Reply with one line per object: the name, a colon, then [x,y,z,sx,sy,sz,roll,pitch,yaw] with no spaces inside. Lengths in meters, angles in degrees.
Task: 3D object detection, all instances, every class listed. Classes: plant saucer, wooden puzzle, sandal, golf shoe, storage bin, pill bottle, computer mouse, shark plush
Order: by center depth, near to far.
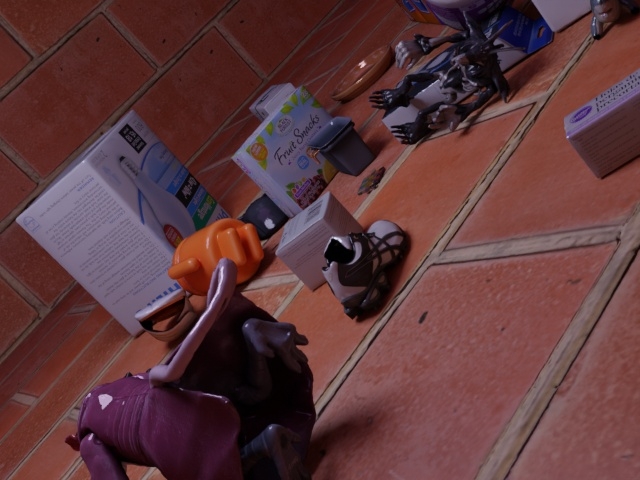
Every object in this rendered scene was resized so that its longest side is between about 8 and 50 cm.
golf shoe: [0.057,0.013,1.153,0.077,0.094,0.198,-35,17,30]
shark plush: [0.417,-0.372,1.260,0.073,0.067,0.161,-25,38,40]
wooden puzzle: [0.089,-0.105,1.515,0.049,0.006,0.083,-31,21,36]
pill bottle: [0.271,-0.481,1.582,0.169,0.169,0.301,-38,-13,16]
storage bin: [0.040,-0.172,1.647,0.098,0.091,0.135,-45,16,-5]
sandal: [-0.283,0.151,1.657,0.101,0.076,0.265,-30,-5,-4]
computer mouse: [-0.160,-0.037,1.834,0.184,0.060,0.262,-43,16,-1]
plant saucer: [0.111,-0.422,2.193,0.200,0.037,0.200,-40,17,15]

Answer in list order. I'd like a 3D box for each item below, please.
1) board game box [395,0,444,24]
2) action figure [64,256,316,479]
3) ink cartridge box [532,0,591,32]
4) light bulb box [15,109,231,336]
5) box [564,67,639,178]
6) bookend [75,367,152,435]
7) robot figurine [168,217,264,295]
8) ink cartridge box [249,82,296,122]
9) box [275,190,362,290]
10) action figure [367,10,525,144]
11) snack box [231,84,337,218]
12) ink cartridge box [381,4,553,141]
board game box: [0.291,-0.792,2.120,0.356,0.356,0.356,-42,18,5]
action figure: [-0.185,0.210,0.960,0.370,0.276,0.248,-12,39,36]
ink cartridge box: [0.365,-0.508,1.408,0.114,0.273,0.197,-28,22,33]
light bulb box: [-0.425,-0.047,1.945,0.225,0.361,0.358,-35,18,20]
box: [0.404,-0.182,0.873,0.324,0.067,0.063,-35,17,29]
bookend: [-0.311,0.264,1.423,0.157,0.072,0.156,-39,17,13]
robot figurine: [-0.197,0.035,1.632,0.219,0.128,0.158,-23,33,47]
ink cartridge box: [-0.076,-0.297,2.105,0.092,0.160,0.219,-45,16,-5]
box: [0.000,0.000,1.323,0.102,0.087,0.101,-37,18,23]
action figure: [0.195,-0.251,1.378,0.140,0.164,0.275,-24,-7,-37]
snack box: [-0.049,-0.179,1.724,0.207,0.174,0.070,-52,18,-30]
ink cartridge box: [0.263,-0.316,1.539,0.332,0.065,0.165,-31,20,32]
